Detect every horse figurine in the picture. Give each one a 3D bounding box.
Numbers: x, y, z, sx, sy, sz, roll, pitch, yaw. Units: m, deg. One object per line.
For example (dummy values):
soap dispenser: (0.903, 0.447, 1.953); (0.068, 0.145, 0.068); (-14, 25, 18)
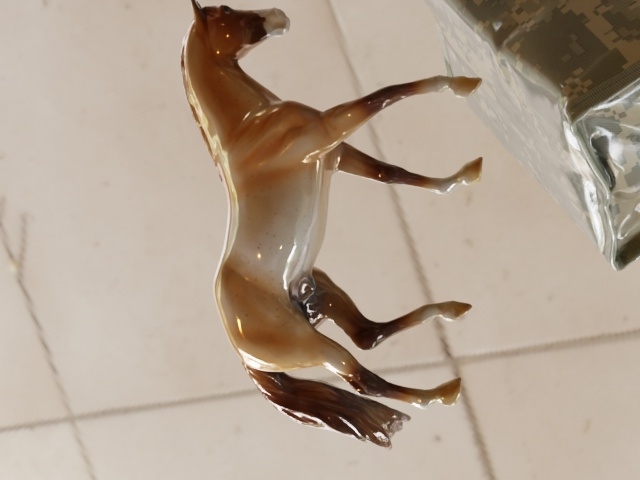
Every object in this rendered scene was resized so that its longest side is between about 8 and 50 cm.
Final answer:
horse figurine: (0.000, 0.000, 0.804); (0.174, 0.066, 0.263); (5, 105, 12)

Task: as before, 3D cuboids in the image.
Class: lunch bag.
lunch bag: (0.235, -0.158, 0.916); (0.235, 0.287, 0.169); (55, 175, 46)
